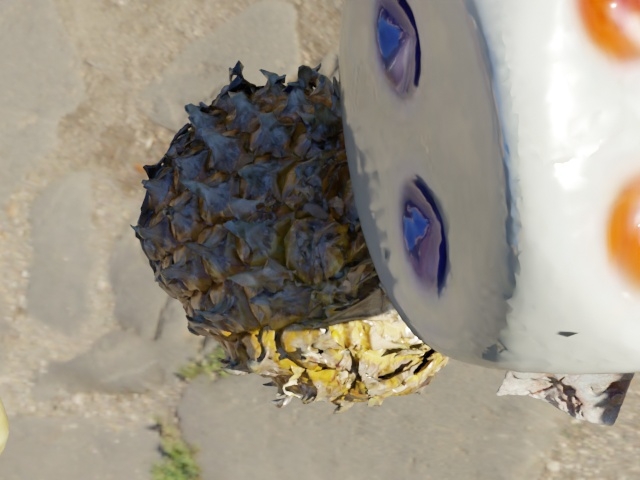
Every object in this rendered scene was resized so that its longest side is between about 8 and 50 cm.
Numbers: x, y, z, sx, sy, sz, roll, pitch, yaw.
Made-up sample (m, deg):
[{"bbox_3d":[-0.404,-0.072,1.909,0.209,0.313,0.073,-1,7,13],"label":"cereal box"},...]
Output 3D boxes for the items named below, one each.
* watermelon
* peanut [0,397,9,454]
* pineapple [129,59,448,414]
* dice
[{"bbox_3d":[0.408,0.165,1.788,0.193,0.310,0.232,16,79,11],"label":"watermelon"},{"bbox_3d":[-0.284,0.125,0.713,0.159,0.109,0.141,-37,69,4],"label":"peanut"},{"bbox_3d":[0.003,0.000,1.134,0.300,0.352,0.352,25,91,51],"label":"pineapple"},{"bbox_3d":[0.185,-0.085,0.767,0.276,0.304,0.304,-9,96,-14],"label":"dice"}]
